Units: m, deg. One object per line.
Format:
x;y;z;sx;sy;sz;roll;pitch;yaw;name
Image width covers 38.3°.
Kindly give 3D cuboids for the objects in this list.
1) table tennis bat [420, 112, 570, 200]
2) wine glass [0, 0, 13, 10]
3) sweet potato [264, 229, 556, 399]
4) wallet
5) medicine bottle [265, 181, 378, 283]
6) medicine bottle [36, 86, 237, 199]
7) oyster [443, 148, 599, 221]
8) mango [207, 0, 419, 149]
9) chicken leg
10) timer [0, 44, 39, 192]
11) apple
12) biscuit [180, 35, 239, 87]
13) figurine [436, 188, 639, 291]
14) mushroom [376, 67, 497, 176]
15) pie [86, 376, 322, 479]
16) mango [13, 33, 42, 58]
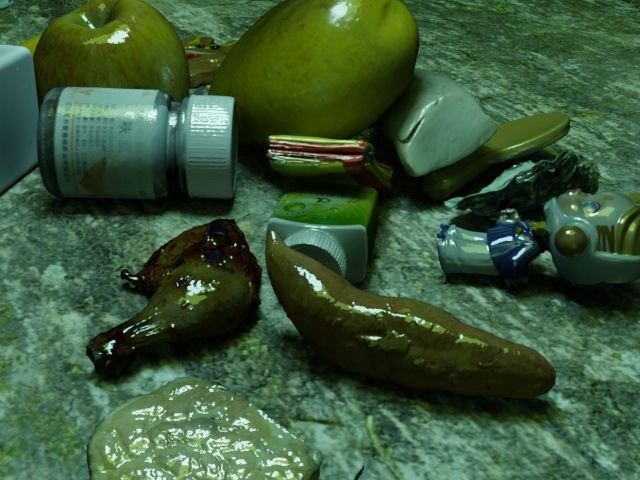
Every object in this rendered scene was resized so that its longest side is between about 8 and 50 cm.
0.272;-0.145;1.481;0.198;0.050;0.321;-1;24;48;table tennis bat
-0.564;-0.289;1.536;0.156;0.232;0.156;2;28;-1;wine glass
0.072;0.103;0.988;0.354;0.095;0.106;24;79;18;sweet potato
0.021;-0.099;1.296;0.141;0.067;0.241;5;-2;14;wallet
0.000;0.000;1.180;0.132;0.088;0.188;6;27;8;medicine bottle
-0.261;-0.140;1.348;0.273;0.165;0.165;2;28;0;medicine bottle
0.293;-0.080;1.351;0.199;0.087;0.252;-23;-9;21;oyster
-0.030;-0.258;1.457;0.445;0.220;0.301;-22;40;49;mango
-0.161;0.054;1.090;0.177;0.083;0.322;-6;26;3;chicken leg
-0.553;-0.184;1.378;0.195;0.192;0.194;8;28;11;timer
-0.346;-0.275;1.518;0.264;0.264;0.264;2;28;-1;apple
-0.249;-0.386;1.950;0.186;0.044;0.295;4;27;9;biscuit
0.288;0.007;1.162;0.274;0.133;0.194;-11;12;-6;figurine
0.161;-0.215;1.508;0.154;0.137;0.407;-34;24;6;mushroom
-0.117;0.200;0.828;0.218;0.052;0.185;26;34;34;pie
-0.516;-0.344;1.785;0.316;0.119;0.176;-10;31;-4;mango
